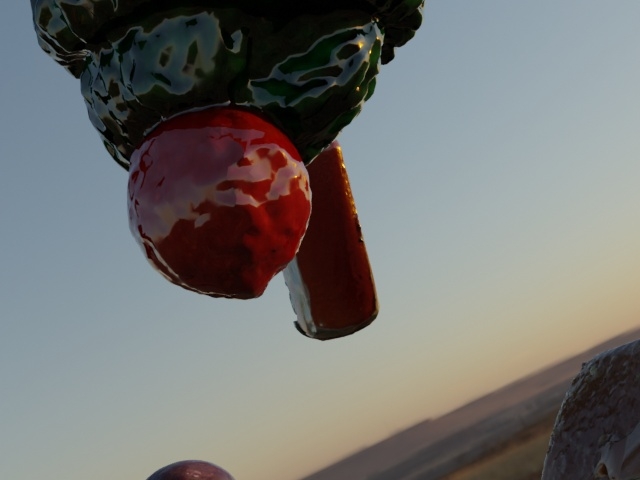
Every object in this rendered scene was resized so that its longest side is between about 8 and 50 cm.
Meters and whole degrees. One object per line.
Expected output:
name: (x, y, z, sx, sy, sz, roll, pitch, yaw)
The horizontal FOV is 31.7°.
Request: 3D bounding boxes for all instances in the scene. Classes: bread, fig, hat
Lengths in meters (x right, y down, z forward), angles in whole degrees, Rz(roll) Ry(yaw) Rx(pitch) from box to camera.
bread: (0.304, 0.176, 1.004, 0.234, 0.110, 0.184, -37, 29, 57)
fig: (-0.210, 0.388, 1.562, 0.207, 0.175, 0.175, 17, -37, -35)
hat: (-0.054, -0.116, 0.759, 0.274, 0.332, 0.242, -11, -18, 19)

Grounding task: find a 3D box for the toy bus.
toy bus: (0.000, 0.000, 1.419, 0.121, 0.265, 0.120, -15, 7, -11)
